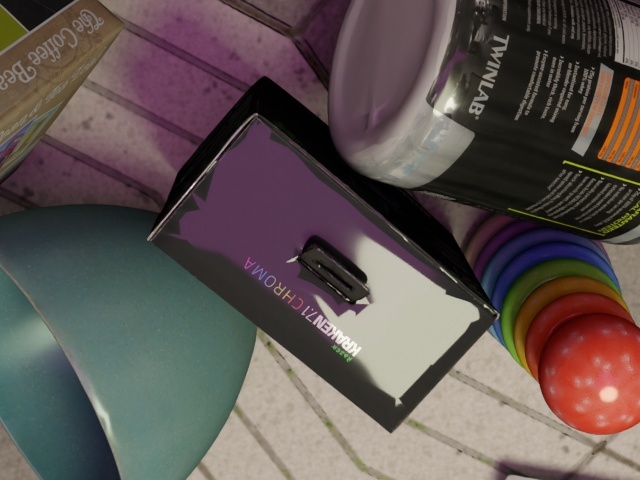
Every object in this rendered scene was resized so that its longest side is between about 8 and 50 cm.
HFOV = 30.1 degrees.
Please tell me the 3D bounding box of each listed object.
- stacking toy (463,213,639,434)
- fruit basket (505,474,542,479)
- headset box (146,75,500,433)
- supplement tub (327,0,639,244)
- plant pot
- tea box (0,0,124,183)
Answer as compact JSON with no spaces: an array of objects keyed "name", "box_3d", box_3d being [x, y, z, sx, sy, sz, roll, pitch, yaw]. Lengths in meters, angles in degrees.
[{"name":"stacking toy","box_3d":[0.208,0.067,0.991,0.141,0.330,0.141,0,104,-2]},{"name":"fruit basket","box_3d":[0.306,0.428,1.196,0.327,0.165,0.353,9,88,-4]},{"name":"headset box","box_3d":[0.000,0.000,0.994,0.246,0.283,0.131,40,100,-9]},{"name":"supplement tub","box_3d":[0.194,-0.115,0.981,0.338,0.207,0.207,14,104,-25]},{"name":"plant pot","box_3d":[-0.173,0.083,1.039,0.195,0.290,0.290,-31,105,-30]},{"name":"tea box","box_3d":[-0.386,-0.143,0.890,0.323,0.329,0.220,42,126,-6]}]
